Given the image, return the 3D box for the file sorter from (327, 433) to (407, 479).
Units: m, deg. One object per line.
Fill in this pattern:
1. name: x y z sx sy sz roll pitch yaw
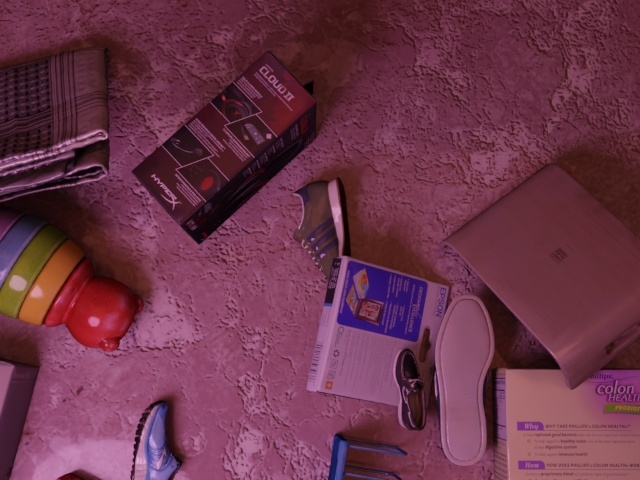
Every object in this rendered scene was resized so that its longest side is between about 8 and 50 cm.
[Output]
1. file sorter: 0.061 0.384 1.333 0.104 0.118 0.170 10 81 -1

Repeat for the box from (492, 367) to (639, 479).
1. box: 0.372 0.312 1.344 0.213 0.117 0.243 0 82 0

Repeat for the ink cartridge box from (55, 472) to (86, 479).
1. ink cartridge box: -0.336 0.445 1.344 0.175 0.072 0.128 26 82 4

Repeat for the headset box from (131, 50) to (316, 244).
1. headset box: -0.123 -0.142 1.361 0.293 0.218 0.110 -43 85 -6

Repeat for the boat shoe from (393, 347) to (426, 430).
1. boat shoe: 0.138 0.226 1.364 0.046 0.038 0.125 -2 92 -33

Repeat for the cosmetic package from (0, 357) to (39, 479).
1. cosmetic package: -0.510 0.289 1.342 0.107 0.127 0.238 15 83 3

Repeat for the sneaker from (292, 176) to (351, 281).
1. sneaker: 0.000 0.000 1.423 0.086 0.064 0.192 -6 85 13

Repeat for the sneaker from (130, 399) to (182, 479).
1. sneaker: -0.248 0.326 1.379 0.073 0.063 0.162 8 85 -17

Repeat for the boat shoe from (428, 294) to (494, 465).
1. boat shoe: 0.217 0.211 1.378 0.095 0.079 0.255 -2 84 -3

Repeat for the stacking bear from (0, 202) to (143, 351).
1. stacking bear: -0.413 0.063 1.361 0.289 0.164 0.175 31 47 -7

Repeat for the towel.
1. towel: -0.469 -0.176 1.365 0.312 0.056 0.324 -13 46 -2

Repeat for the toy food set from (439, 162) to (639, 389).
1. toy food set: 0.356 0.045 1.364 0.219 0.092 0.306 -35 59 -9

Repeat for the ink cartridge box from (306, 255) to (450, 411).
1. ink cartridge box: 0.092 0.146 1.386 0.208 0.045 0.206 16 81 -29
